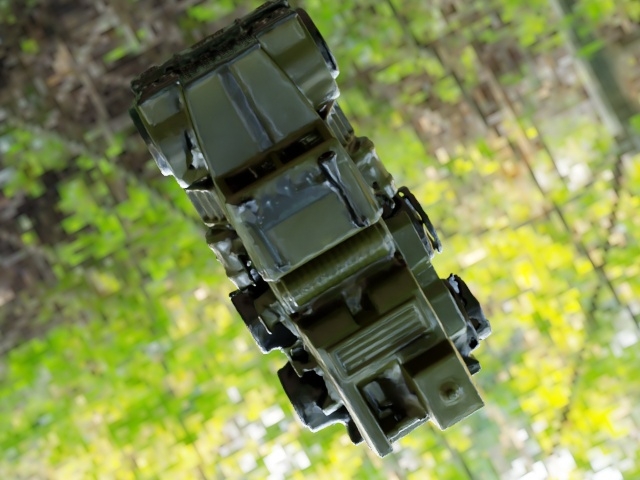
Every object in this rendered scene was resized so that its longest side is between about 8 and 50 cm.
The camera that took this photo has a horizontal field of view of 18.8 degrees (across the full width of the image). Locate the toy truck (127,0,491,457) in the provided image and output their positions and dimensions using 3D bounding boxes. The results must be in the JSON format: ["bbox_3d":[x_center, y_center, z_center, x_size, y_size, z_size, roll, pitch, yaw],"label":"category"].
[{"bbox_3d":[-0.002,-0.003,1.102,0.127,0.257,0.127,-30,-166,-1],"label":"toy truck"}]
